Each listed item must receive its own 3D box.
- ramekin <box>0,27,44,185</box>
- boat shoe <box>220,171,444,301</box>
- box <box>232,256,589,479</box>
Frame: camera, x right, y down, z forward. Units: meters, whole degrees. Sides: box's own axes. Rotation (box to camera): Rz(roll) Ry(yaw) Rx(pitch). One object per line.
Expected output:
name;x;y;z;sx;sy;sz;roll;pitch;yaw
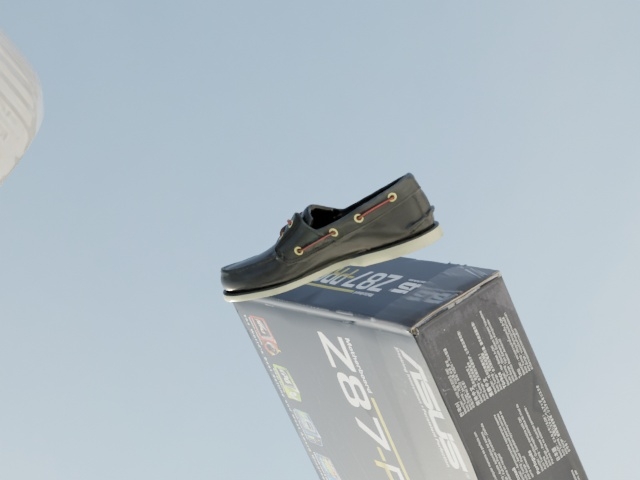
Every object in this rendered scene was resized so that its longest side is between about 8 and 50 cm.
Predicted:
ramekin;-0.263;-0.063;1.143;0.207;0.207;0.109;-46;-68;-3
boat shoe;0.001;-0.001;1.010;0.133;0.042;0.049;-20;11;27
box;0.104;0.199;1.494;0.097;0.318;0.395;-31;-73;-23
